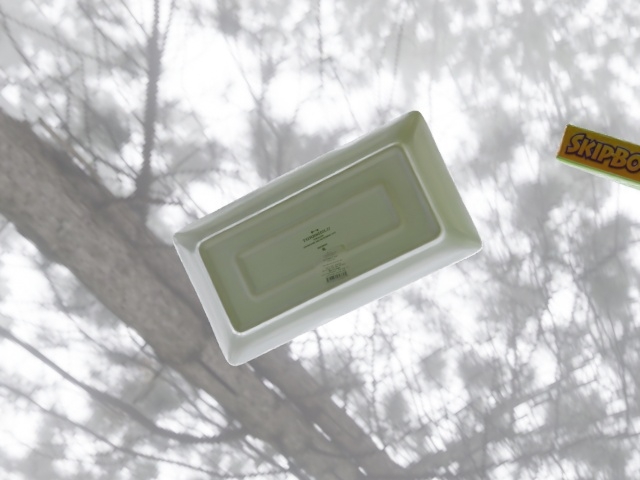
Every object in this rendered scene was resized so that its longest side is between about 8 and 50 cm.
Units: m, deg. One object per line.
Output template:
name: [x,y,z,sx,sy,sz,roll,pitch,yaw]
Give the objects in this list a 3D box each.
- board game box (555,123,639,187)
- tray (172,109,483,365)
board game box: [0.278,-0.046,1.037,0.124,0.259,0.039,20,-86,25]
tray: [0.000,0.000,1.231,0.270,0.030,0.145,-26,-95,13]
